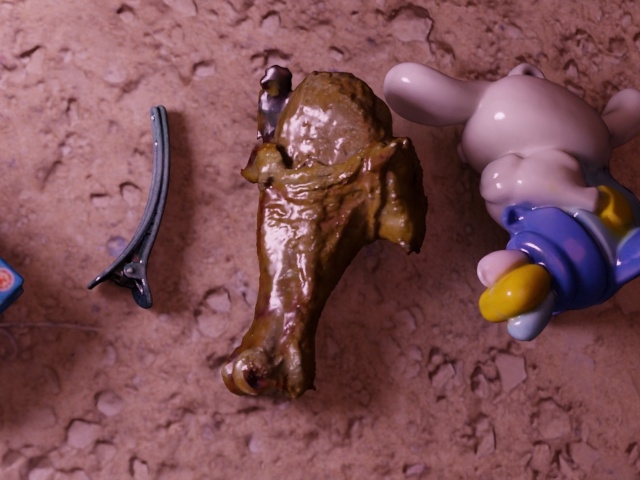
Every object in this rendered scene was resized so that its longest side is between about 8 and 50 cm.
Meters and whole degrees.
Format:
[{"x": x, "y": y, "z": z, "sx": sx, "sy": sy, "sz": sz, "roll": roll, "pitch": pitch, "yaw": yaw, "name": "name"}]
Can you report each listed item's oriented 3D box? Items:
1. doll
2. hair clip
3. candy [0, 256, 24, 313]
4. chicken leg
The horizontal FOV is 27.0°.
[{"x": 0.269, "y": -0.045, "z": 1.568, "sx": 0.376, "sy": 0.187, "sz": 0.365, "roll": -5, "pitch": 65, "yaw": -14, "name": "doll"}, {"x": -0.187, "y": -0.041, "z": 1.424, "sx": 0.070, "sy": 0.039, "sz": 0.229, "roll": 21, "pitch": 62, "yaw": -19, "name": "hair clip"}, {"x": -0.446, "y": 0.002, "z": 1.250, "sx": 0.306, "sy": 0.100, "sz": 0.157, "roll": 43, "pitch": 61, "yaw": -7, "name": "candy"}, {"x": 0.012, "y": -0.005, "z": 1.451, "sx": 0.212, "sy": 0.140, "sz": 0.361, "roll": 5, "pitch": 82, "yaw": -2, "name": "chicken leg"}]
